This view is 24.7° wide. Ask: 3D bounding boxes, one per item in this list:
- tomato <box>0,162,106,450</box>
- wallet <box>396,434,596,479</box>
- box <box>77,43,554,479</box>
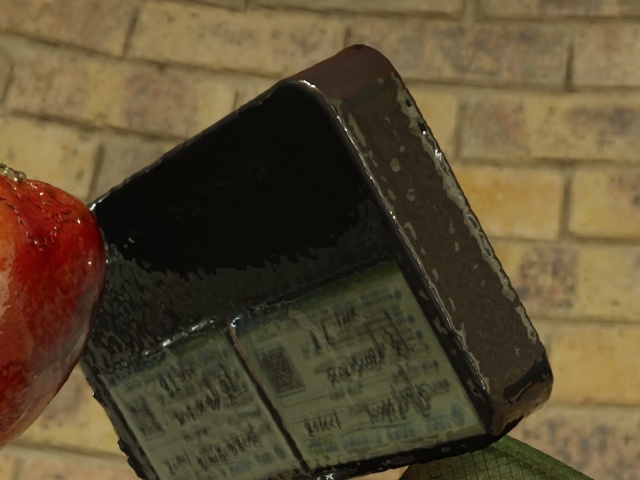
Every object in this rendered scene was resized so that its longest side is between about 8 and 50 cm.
[{"bbox_3d":[-0.173,0.050,0.783,0.099,0.173,0.189,20,0,19],"label":"tomato"},{"bbox_3d":[0.074,0.207,0.778,0.160,0.236,0.055,23,-41,29],"label":"wallet"},{"bbox_3d":[-0.037,0.042,0.836,0.350,0.058,0.211,-23,-83,51],"label":"box"}]
